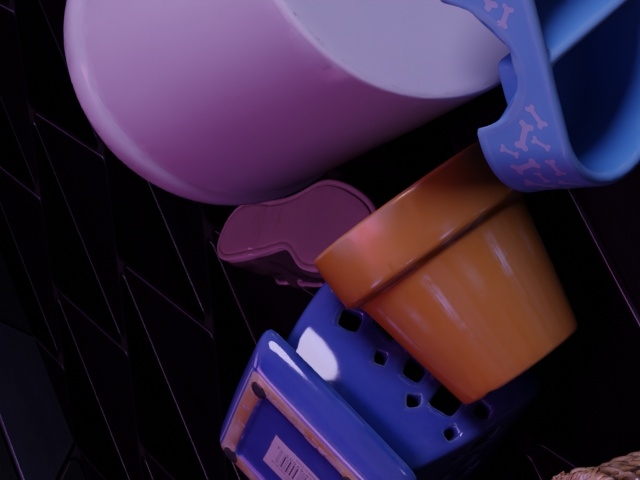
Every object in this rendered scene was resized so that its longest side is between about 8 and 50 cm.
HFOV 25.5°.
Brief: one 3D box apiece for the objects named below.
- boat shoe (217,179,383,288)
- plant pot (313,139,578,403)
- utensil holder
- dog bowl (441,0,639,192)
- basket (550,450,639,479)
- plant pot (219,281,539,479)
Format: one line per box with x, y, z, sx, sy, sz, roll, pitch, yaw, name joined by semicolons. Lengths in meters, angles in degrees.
0.000;0.000;1.625;0.335;0.095;0.112;0;68;58;boat shoe
0.130;0.037;1.289;0.188;0.205;0.205;55;150;4;plant pot
-0.015;-0.221;1.267;0.385;0.327;0.327;-17;88;61;utensil holder
0.181;-0.168;1.068;0.074;0.166;0.297;15;135;46;dog bowl
0.221;0.312;1.211;0.213;0.223;0.299;65;152;17;basket
0.042;0.174;1.421;0.236;0.212;0.236;45;144;15;plant pot
